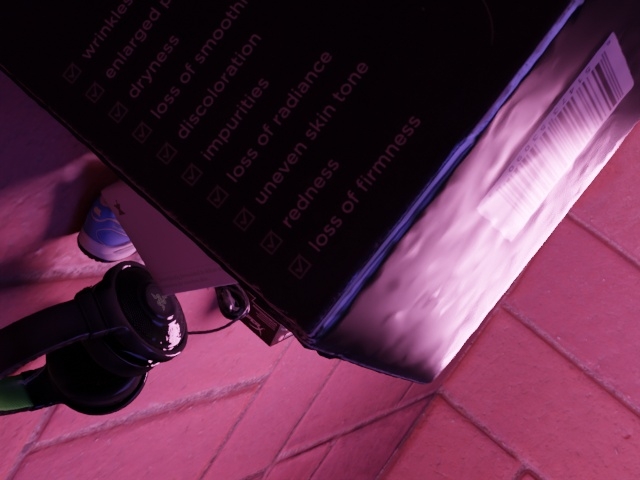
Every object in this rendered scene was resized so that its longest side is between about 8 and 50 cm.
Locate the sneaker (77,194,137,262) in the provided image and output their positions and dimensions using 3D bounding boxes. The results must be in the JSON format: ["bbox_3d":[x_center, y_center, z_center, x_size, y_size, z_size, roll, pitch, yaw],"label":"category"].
[{"bbox_3d":[-0.194,-0.045,1.421,0.211,0.080,0.081,-33,155,-41],"label":"sneaker"}]

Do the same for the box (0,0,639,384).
[{"bbox_3d":[0.025,-0.216,0.995,0.480,0.472,0.297,-52,155,4],"label":"box"}]

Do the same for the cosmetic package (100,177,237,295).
[{"bbox_3d":[-0.048,-0.102,1.383,0.197,0.155,0.365,-10,-155,49],"label":"cosmetic package"}]

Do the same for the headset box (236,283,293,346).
[{"bbox_3d":[0.000,0.000,1.865,0.218,0.110,0.293,-22,146,-51],"label":"headset box"}]

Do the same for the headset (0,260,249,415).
[{"bbox_3d":[-0.261,0.099,1.458,0.394,0.185,0.243,-12,159,-37],"label":"headset"}]
